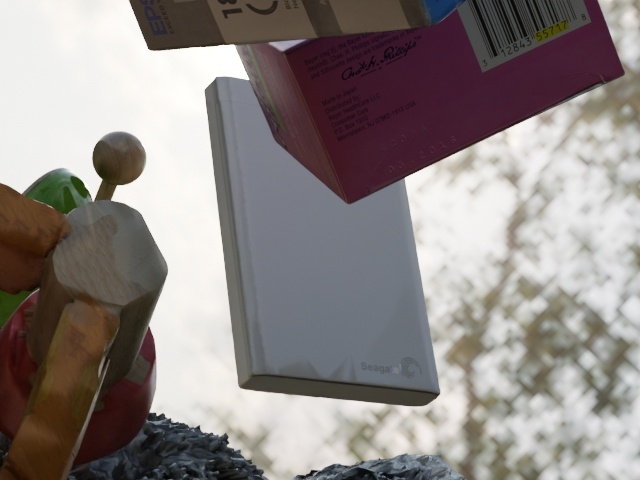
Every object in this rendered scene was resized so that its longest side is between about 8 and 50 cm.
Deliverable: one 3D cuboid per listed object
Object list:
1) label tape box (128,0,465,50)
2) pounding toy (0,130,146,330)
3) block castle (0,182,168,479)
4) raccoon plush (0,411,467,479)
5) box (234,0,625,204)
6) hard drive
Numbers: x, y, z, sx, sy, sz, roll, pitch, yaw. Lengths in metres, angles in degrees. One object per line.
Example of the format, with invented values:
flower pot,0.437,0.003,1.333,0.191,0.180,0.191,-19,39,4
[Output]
label tape box,-0.076,-0.241,1.158,0.334,0.106,0.240,0,-59,40
pounding toy,-0.227,0.023,1.805,0.110,0.237,0.183,31,-46,11
block castle,-0.315,0.077,0.850,0.453,0.303,0.213,21,-29,-5
raccoon plush,-0.155,0.148,1.176,0.299,0.216,0.446,44,23,28
box,0.065,-0.143,1.383,0.117,0.213,0.243,66,-6,-16
hard drive,0.000,0.000,1.810,0.040,0.203,0.307,-41,-131,48
